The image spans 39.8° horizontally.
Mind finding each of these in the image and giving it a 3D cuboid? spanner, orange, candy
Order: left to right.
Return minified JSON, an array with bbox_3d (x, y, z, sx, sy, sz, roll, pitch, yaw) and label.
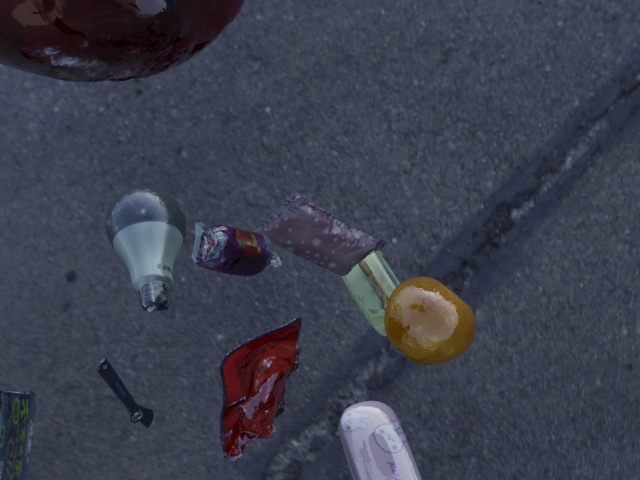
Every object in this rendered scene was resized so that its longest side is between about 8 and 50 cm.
[{"bbox_3d":[-0.372,0.295,1.691,0.012,0.208,0.046,14,52,37],"label":"spanner"},{"bbox_3d":[-0.086,0.011,0.873,0.043,0.175,0.045,-25,73,21],"label":"candy"},{"bbox_3d":[0.178,0.138,1.470,0.159,0.159,0.136,38,94,29],"label":"orange"}]

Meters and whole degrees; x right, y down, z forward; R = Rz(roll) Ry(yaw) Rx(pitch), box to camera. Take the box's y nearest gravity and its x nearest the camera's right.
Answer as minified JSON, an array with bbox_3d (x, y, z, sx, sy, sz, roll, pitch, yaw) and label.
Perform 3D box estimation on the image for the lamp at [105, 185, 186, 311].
[{"bbox_3d":[-0.369,0.022,1.987,0.182,0.182,0.313,-27,68,3],"label":"lamp"}]

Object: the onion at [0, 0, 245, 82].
[{"bbox_3d":[-0.155,-0.338,0.757,0.421,0.398,0.398,-2,63,34],"label":"onion"}]

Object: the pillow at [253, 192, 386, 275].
[{"bbox_3d":[0.000,0.000,1.315,0.118,0.185,0.043,-39,40,40],"label":"pillow"}]

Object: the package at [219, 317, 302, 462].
[{"bbox_3d":[-0.108,0.272,1.556,0.071,0.269,0.194,30,39,21],"label":"package"}]

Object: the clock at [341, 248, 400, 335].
[{"bbox_3d":[0.127,0.110,1.991,0.096,0.308,0.235,-32,81,6],"label":"clock"}]

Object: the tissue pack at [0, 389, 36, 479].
[{"bbox_3d":[-0.484,0.304,1.297,0.073,0.235,0.173,6,79,-4],"label":"tissue pack"}]

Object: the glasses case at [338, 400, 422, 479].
[{"bbox_3d":[0.120,0.430,1.609,0.113,0.075,0.296,-9,56,-17],"label":"glasses case"}]
